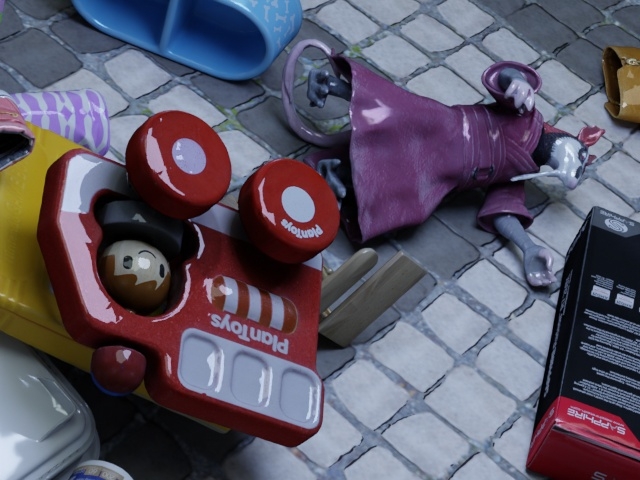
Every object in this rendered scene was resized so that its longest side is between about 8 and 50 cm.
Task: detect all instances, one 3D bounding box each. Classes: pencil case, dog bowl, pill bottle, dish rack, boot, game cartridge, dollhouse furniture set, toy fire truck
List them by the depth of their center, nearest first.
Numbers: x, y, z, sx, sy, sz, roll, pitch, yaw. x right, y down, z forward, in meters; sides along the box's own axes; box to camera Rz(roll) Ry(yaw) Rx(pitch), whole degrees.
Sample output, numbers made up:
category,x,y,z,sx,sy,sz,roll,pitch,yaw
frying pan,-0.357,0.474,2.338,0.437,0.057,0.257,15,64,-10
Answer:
category,x,y,z,sx,sy,sz,roll,pitch,yaw
pill bottle,-0.213,0.260,1.492,0.067,0.067,0.120,23,41,1
dish rack,-0.374,0.128,1.504,0.333,0.072,0.285,47,47,8
toy fire truck,-0.122,0.042,1.559,0.302,0.169,0.254,22,54,-29
game cartridge,-0.215,0.021,1.661,0.323,0.053,0.285,29,32,-25
dollhouse furniture set,0.000,0.000,1.770,0.144,0.123,0.151,35,16,-52
pencil case,-0.333,-0.118,1.827,0.206,0.086,0.088,-9,84,-27
dog bowl,-0.173,-0.291,2.022,0.297,0.166,0.074,22,54,0
boot,0.496,-0.158,2.216,0.211,0.104,0.295,0,41,-15

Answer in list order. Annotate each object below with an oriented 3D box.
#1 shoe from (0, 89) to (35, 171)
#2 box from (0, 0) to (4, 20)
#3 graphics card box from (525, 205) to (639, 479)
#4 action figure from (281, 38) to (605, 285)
category,x,y,z,sx,sy,sz,roll,pitch,yaw
shoe,-0.363,-0.098,1.582,0.178,0.063,0.081,-11,37,-25
box,-0.517,-0.285,1.896,0.243,0.117,0.213,28,42,8
graphics card box,0.370,0.139,1.845,0.232,0.094,0.371,20,43,-1
action figure,0.160,-0.100,1.977,0.370,0.248,0.276,-2,20,-23
